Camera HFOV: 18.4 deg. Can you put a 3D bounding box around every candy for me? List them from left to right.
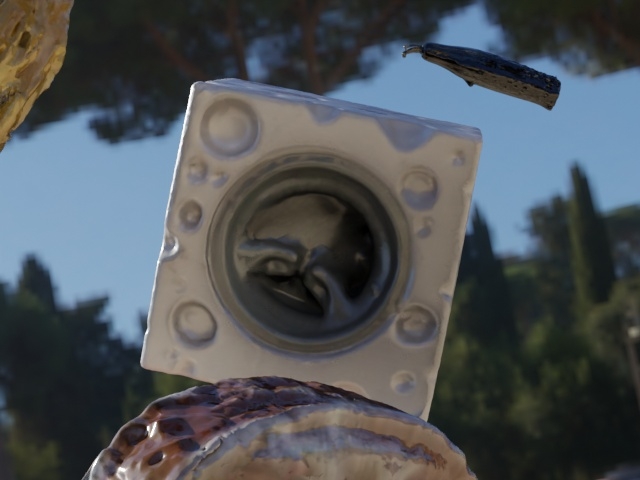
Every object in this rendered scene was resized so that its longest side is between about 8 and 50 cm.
[{"bbox_3d":[-0.024,0.199,1.319,0.289,0.214,0.157,11,6,-38],"label":"candy"}]

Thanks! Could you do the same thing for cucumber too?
[{"bbox_3d":[0.160,-0.169,1.971,0.163,0.043,0.039,18,-56,-1],"label":"cucumber"}]

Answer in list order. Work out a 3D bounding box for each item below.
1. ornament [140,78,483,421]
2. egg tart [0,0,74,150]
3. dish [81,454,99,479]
[{"bbox_3d":[0.000,0.000,1.687,0.239,0.239,0.240,12,7,3],"label":"ornament"},{"bbox_3d":[-0.321,-0.091,1.330,0.352,0.352,0.150,-13,-45,7],"label":"egg tart"},{"bbox_3d":[-0.177,0.262,1.970,0.212,0.077,0.151,-18,16,42],"label":"dish"}]
